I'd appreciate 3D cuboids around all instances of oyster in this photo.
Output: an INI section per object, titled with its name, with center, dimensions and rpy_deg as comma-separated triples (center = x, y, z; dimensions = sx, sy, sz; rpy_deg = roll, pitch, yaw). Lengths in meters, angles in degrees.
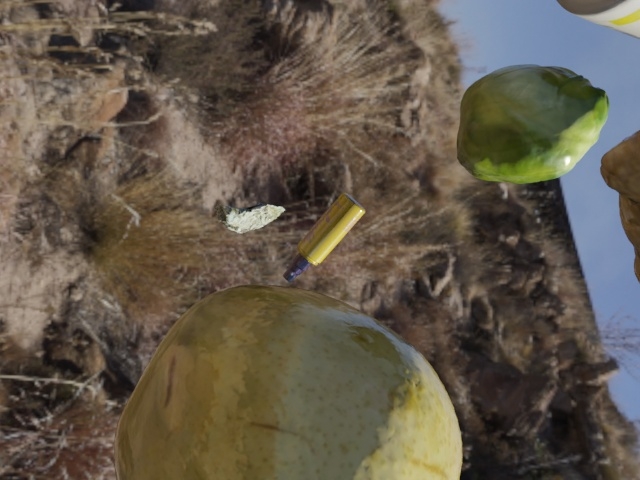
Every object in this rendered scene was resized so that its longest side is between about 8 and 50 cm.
[oyster]
center = -0.092, -0.030, 0.857
dimensions = 0.098, 0.100, 0.037
rpy_deg = 162, -75, -64

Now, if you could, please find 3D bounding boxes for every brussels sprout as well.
[brussels sprout]
center = 0.295, -0.165, 0.915
dimensions = 0.223, 0.223, 0.161
rpy_deg = -78, 147, -65

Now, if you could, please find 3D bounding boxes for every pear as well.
[pear]
center = -0.033, 0.187, 0.575
dimensions = 0.309, 0.310, 0.309
rpy_deg = 0, 90, -84

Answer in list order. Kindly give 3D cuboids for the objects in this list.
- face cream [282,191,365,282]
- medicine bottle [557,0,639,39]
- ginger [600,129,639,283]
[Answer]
[face cream]
center = 0.000, 0.000, 1.686
dimensions = 0.273, 0.078, 0.078
rpy_deg = -49, -179, 9
[medicine bottle]
center = 0.539, -0.415, 1.002
dimensions = 0.208, 0.340, 0.208
rpy_deg = -6, -97, 57
[ginger]
center = 0.305, -0.023, 0.477
dimensions = 0.354, 0.190, 0.126
rpy_deg = 60, 24, -55
